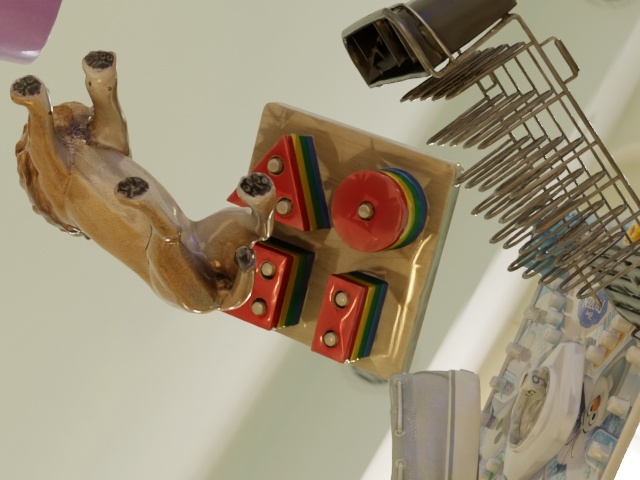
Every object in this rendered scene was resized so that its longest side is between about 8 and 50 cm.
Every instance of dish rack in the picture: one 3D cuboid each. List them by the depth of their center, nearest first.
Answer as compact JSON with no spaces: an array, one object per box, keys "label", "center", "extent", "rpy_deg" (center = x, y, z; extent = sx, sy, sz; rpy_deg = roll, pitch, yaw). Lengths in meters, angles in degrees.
[{"label":"dish rack","center":[0.125,-0.034,0.813],"extent":[0.074,0.272,0.208],"rpy_deg":[-35,8,-2]}]

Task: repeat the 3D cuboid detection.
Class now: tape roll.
[{"label":"tape roll","center":[-0.333,-0.330,1.475],"extent":[0.090,0.275,0.275],"rpy_deg":[8,-62,-25]}]

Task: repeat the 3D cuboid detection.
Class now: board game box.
[{"label":"board game box","center":[0.188,0.150,1.240],"extent":[0.390,0.050,0.390],"rpy_deg":[-153,87,-83]}]

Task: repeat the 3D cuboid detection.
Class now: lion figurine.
[{"label":"lion figurine","center":[-0.170,-0.027,1.300],"extent":[0.142,0.392,0.240],"rpy_deg":[-28,-35,-21]}]

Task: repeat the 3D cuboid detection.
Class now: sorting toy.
[{"label":"sorting toy","center":[0.000,0.000,1.549],"extent":[0.089,0.257,0.256],"rpy_deg":[-7,-65,-59]}]

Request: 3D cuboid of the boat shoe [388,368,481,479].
[{"label":"boat shoe","center":[0.062,0.185,0.912],"extent":[0.079,0.081,0.228],"rpy_deg":[82,-166,-50]}]
